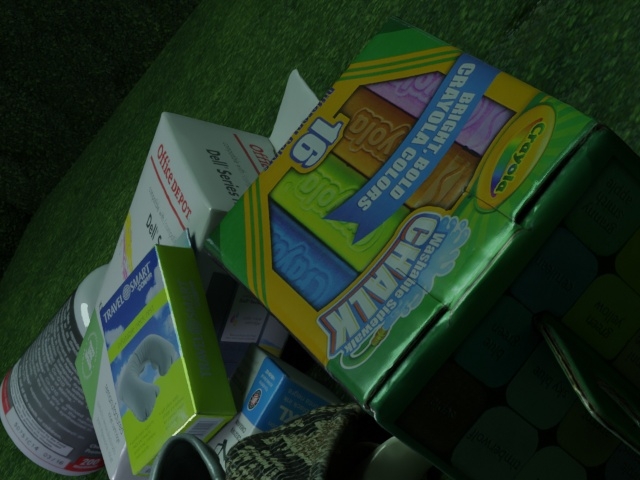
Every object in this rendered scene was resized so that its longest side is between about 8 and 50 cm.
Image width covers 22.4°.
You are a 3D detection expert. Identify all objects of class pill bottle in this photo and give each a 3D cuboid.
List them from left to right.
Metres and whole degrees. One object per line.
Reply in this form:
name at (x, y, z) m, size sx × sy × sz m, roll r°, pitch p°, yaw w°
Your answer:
pill bottle at (-0.230, 0.127, 1.813) m, size 0.283 × 0.161 × 0.161 m, roll -46°, pitch 19°, yaw 36°

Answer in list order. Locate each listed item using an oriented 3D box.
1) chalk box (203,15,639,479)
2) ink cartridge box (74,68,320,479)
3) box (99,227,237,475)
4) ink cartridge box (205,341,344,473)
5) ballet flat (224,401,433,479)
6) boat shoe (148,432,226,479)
chalk box at (0.101, 0.031, 0.839) m, size 0.179 × 0.180 × 0.289 m, roll -51°, pitch 33°, yaw 0°
ink cartridge box at (-0.104, 0.025, 1.462) m, size 0.353 × 0.119 × 0.207 m, roll -68°, pitch 26°, yaw 21°
box at (-0.129, 0.089, 1.318) m, size 0.109 × 0.042 × 0.178 m, roll -46°, pitch 49°, yaw 40°
ink cartridge box at (-0.062, 0.199, 1.292) m, size 0.203 × 0.086 × 0.148 m, roll -58°, pitch 15°, yaw -2°
ballet flat at (0.032, 0.206, 0.897) m, size 0.182 × 0.164 × 0.483 m, roll -36°, pitch 17°, yaw 9°
boat shoe at (-0.082, 0.270, 1.063) m, size 0.320 × 0.118 × 0.103 m, roll -93°, pitch -5°, yaw -52°
